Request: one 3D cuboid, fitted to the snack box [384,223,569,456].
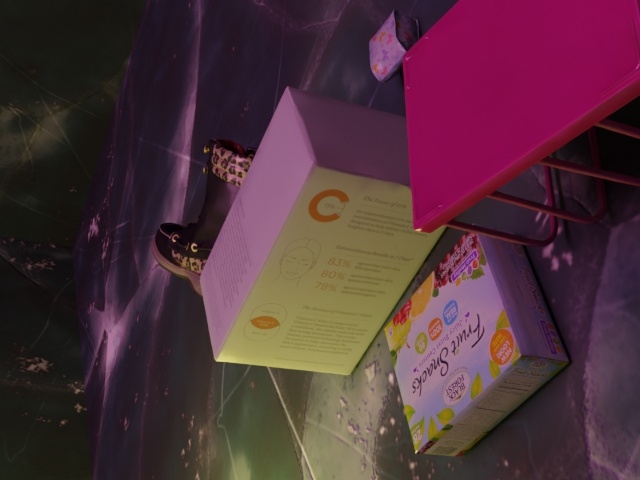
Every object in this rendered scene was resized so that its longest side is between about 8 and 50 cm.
[{"bbox_3d":[0.163,0.114,0.980,0.207,0.070,0.174,-56,34,42],"label":"snack box"}]

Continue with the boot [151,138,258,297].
[{"bbox_3d":[-0.204,-0.054,1.713,0.377,0.138,0.284,33,112,58],"label":"boot"}]

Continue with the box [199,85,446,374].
[{"bbox_3d":[0.000,0.000,1.187,0.345,0.215,0.168,-61,31,34],"label":"box"}]

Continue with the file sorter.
[{"bbox_3d":[0.232,-0.138,0.797,0.291,0.182,0.202,-38,47,53],"label":"file sorter"}]

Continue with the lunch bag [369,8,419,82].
[{"bbox_3d":[0.106,-0.271,1.255,0.071,0.053,0.083,-48,31,45],"label":"lunch bag"}]
